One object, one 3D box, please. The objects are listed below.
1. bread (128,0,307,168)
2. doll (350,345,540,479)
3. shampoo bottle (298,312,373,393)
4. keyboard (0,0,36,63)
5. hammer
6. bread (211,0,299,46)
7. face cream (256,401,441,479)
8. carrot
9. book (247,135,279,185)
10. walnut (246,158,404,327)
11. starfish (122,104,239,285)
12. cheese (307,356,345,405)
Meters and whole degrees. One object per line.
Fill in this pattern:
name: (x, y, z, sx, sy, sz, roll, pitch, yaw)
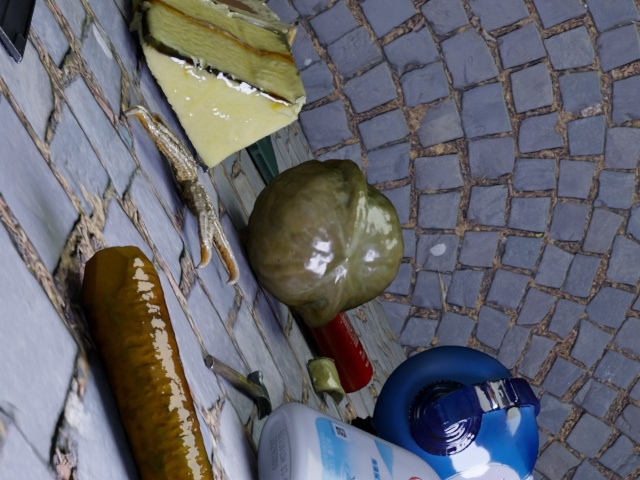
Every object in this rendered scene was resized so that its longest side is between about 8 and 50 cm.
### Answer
bread: (-0.157, -0.282, 1.583, 0.236, 0.198, 0.263, 53, 11, -35)
doll: (0.141, 0.272, 1.426, 0.240, 0.310, 0.284, 67, 6, 24)
shampoo bottle: (-0.004, 0.112, 1.873, 0.118, 0.076, 0.314, -97, 162, -67)
keyboard: (-0.288, -0.230, 1.024, 0.067, 0.011, 0.202, 60, 8, -32)
hammer: (-0.091, 0.160, 1.232, 0.182, 0.017, 0.062, 49, 18, -65)
bread: (-0.149, -0.368, 1.811, 0.183, 0.211, 0.224, -75, 146, -70)
face cream: (0.079, 0.298, 1.215, 0.337, 0.080, 0.163, 29, 36, -31)
carrot: (-0.120, 0.153, 0.831, 0.066, 0.066, 0.314, 47, 24, -72)
book: (-0.173, -0.299, 2.194, 0.264, 0.031, 0.379, -102, 167, -59)
walnut: (0.000, 0.000, 1.653, 0.283, 0.227, 0.283, -168, -90, -73)
starfish: (-0.155, -0.056, 1.342, 0.247, 0.050, 0.138, 63, 8, -5)
cheese: (0.015, 0.226, 1.759, 0.084, 0.041, 0.060, 56, 10, -52)
